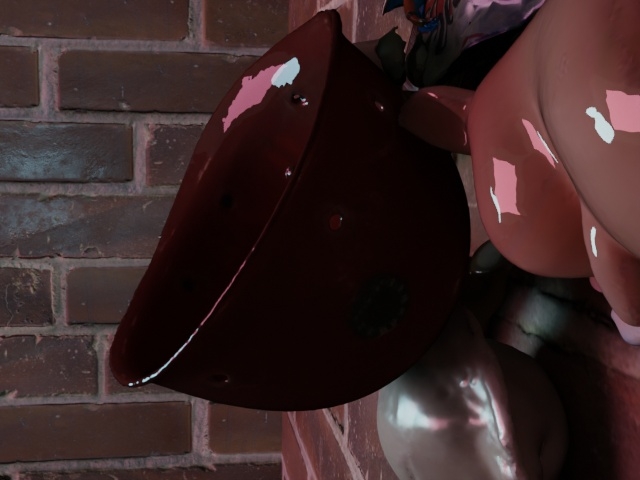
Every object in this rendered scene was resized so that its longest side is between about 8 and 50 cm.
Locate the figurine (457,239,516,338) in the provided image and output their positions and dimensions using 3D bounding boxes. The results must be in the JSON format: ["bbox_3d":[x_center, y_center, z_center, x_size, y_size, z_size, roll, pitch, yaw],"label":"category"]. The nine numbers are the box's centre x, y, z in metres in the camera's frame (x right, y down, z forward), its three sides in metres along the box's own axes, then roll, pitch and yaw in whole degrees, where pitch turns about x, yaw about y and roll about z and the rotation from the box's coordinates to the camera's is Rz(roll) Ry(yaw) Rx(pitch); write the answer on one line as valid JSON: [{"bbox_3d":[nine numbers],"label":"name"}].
[{"bbox_3d":[0.103,0.069,0.902,0.247,0.177,0.173,84,160,-48],"label":"figurine"}]

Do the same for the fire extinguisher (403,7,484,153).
[{"bbox_3d":[0.134,-0.181,0.946,0.269,0.104,0.105,100,166,-50],"label":"fire extinguisher"}]

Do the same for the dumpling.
[{"bbox_3d":[0.161,0.196,0.716,0.175,0.243,0.227,-49,41,6],"label":"dumpling"}]

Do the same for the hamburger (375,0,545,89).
[{"bbox_3d":[0.171,-0.235,0.667,0.260,0.150,0.276,-17,54,63],"label":"hamburger"}]

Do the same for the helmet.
[{"bbox_3d":[0.000,0.000,0.687,0.338,0.230,0.385,-55,18,15],"label":"helmet"}]

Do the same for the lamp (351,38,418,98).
[{"bbox_3d":[0.092,-0.152,0.827,0.121,0.214,0.121,-174,90,-86],"label":"lamp"}]

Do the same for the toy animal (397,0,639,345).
[{"bbox_3d":[0.186,-0.052,0.430,0.256,0.195,0.213,125,136,-70],"label":"toy animal"}]
